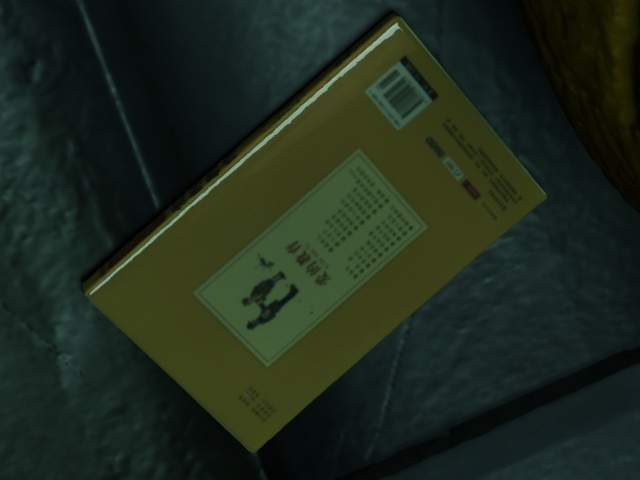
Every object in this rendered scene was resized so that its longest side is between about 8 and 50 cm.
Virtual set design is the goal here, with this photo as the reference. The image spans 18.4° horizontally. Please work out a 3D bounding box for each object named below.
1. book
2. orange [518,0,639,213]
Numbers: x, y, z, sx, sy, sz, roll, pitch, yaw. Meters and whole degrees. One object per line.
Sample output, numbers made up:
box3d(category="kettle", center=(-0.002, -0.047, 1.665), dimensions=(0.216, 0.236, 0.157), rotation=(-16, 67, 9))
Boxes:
box3d(category="book", center=(0.000, 0.000, 0.829), dimensions=(0.172, 0.012, 0.118), rotation=(-41, 122, 2))
box3d(category="orange", center=(0.220, -0.127, 0.664), dimensions=(0.322, 0.322, 0.357), rotation=(-8, 122, -17))
